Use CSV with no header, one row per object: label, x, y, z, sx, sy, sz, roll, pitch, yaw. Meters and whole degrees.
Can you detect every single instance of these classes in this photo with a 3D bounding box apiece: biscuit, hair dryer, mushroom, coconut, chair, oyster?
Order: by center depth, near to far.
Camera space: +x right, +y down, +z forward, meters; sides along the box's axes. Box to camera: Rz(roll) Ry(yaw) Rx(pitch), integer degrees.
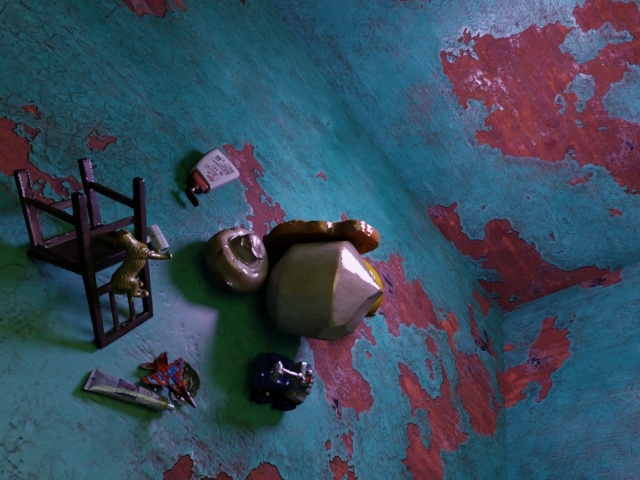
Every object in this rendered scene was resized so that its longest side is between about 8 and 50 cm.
chair,-0.595,0.028,1.094,0.241,0.416,0.203,18,27,21
oyster,-0.384,0.405,1.186,0.098,0.037,0.100,38,57,4
hair dryer,-0.539,0.008,1.283,0.137,0.047,0.082,-25,86,-50
mushroom,-0.279,0.068,1.444,0.255,0.184,0.254,50,25,-32
coconut,0.020,0.185,1.514,0.344,0.416,0.415,72,17,-46
biscuit,0.000,-0.001,1.642,0.349,0.456,0.078,74,16,-67

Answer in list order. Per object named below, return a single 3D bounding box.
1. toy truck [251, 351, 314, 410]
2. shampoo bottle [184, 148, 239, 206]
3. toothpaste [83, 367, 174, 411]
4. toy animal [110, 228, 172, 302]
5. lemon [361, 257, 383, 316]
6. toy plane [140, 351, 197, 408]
toy truck,-0.112,0.442,1.362,0.213,0.177,0.161,33,41,-32
shampoo bottle,-0.426,-0.232,1.588,0.153,0.071,0.284,50,37,-17
toothpaste,-0.477,0.390,1.070,0.233,0.038,0.060,34,37,-27
toy animal,-0.469,0.071,1.034,0.073,0.181,0.136,32,2,31
lemon,0.134,0.195,1.806,0.320,0.245,0.245,53,34,6
toy plane,-0.395,0.384,1.132,0.189,0.061,0.130,47,33,15
